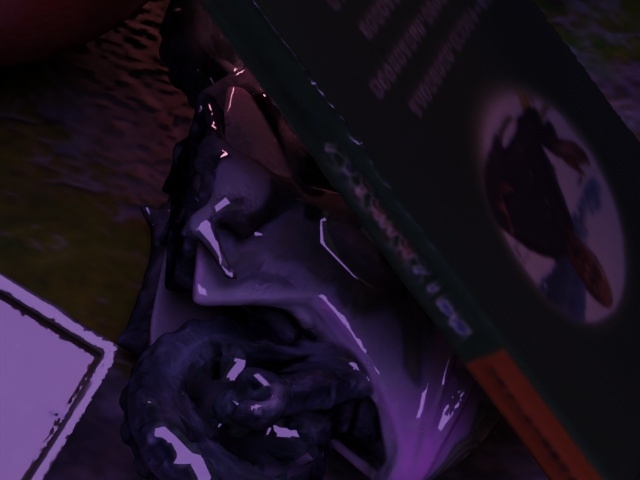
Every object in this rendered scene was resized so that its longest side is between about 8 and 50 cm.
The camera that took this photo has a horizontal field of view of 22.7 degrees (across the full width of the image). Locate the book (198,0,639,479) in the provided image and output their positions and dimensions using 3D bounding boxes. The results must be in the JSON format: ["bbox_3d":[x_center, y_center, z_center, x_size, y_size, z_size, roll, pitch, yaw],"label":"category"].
[{"bbox_3d":[0.056,-0.079,0.760,0.371,0.043,0.260,54,32,-12],"label":"book"}]

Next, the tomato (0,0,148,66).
[{"bbox_3d":[-0.172,-0.209,0.777,0.256,0.224,0.256,31,27,-18],"label":"tomato"}]

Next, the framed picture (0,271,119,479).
[{"bbox_3d":[-0.233,0.108,0.715,0.189,0.023,0.260,31,79,-2],"label":"framed picture"}]

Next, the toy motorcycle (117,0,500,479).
[{"bbox_3d":[0.000,0.000,0.808,0.188,0.143,0.327,14,53,-17],"label":"toy motorcycle"}]
